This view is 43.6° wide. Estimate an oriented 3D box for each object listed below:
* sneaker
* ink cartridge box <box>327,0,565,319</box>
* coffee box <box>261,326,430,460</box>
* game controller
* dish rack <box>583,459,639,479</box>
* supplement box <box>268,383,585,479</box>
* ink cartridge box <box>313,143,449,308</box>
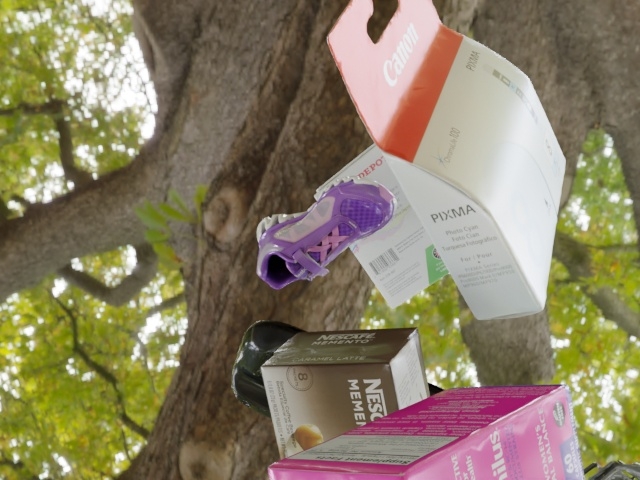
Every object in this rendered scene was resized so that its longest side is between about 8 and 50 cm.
[{"bbox_3d":[0.000,0.000,1.061,0.236,0.095,0.105,-26,-148,37],"label":"sneaker"},{"bbox_3d":[0.172,-0.148,0.935,0.091,0.385,0.308,-13,-147,32],"label":"ink cartridge box"},{"bbox_3d":[0.043,0.220,0.802,0.141,0.247,0.098,-5,-168,25],"label":"coffee box"},{"bbox_3d":[0.048,0.196,0.955,0.319,0.166,0.067,22,-141,0],"label":"game controller"},{"bbox_3d":[0.236,0.317,0.710,0.208,0.271,0.074,34,-161,-27],"label":"dish rack"},{"bbox_3d":[0.084,0.177,0.544,0.114,0.111,0.220,-12,178,43],"label":"supplement box"},{"bbox_3d":[0.116,-0.033,1.191,0.212,0.154,0.093,54,-152,2],"label":"ink cartridge box"}]
